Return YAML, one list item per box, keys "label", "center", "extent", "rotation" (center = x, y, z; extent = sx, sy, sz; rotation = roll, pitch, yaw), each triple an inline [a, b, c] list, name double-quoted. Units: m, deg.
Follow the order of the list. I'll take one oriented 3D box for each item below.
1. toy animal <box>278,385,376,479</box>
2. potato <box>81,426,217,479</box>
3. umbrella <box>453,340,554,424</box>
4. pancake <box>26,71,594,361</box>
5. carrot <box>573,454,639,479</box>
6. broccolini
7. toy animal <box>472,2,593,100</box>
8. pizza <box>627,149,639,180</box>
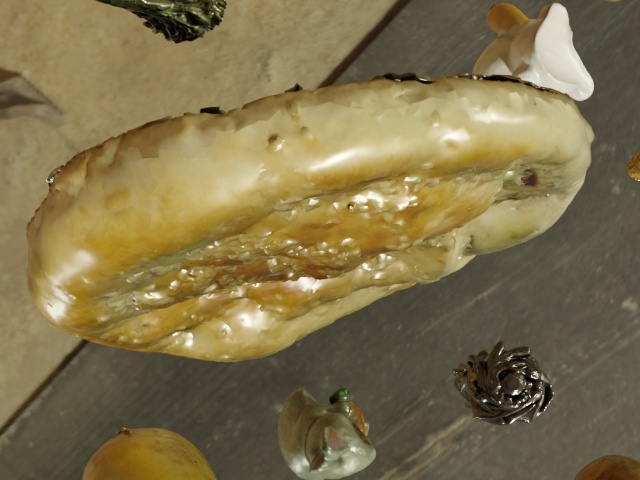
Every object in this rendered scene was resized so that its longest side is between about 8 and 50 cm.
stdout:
- label: "toy animal"
  center: [0.013, 0.261, 1.215]
  extent: [0.108, 0.236, 0.138]
  rotation: [20, 95, -15]
- label: "potato"
  center: [-0.193, 0.299, 1.115]
  extent: [0.173, 0.300, 0.140]
  rotation: [7, 93, -16]
- label: "umbrella"
  center: [0.239, 0.206, 1.387]
  extent: [0.118, 0.340, 0.118]
  rotation: [1, 82, -5]
- label: "pancake"
  center: [-0.001, 0.000, 0.641]
  extent: [0.387, 0.387, 0.082]
  rotation: [-23, 72, 25]
- label: "carrot"
  center: [0.272, 0.218, 0.617]
  extent: [0.298, 0.078, 0.078]
  rotation: [21, 122, 62]
- label: "broccolini"
  center: [-0.144, -0.189, 0.666]
  extent: [0.091, 0.202, 0.068]
  rotation: [47, 109, 27]
- label: "toy animal"
  center: [0.182, -0.177, 1.012]
  extent: [0.181, 0.127, 0.131]
  rotation: [-20, 97, 62]
- label: "pizza"
  center: [0.480, -0.061, 1.101]
  extent: [0.188, 0.204, 0.081]
  rotation: [18, 82, -12]
